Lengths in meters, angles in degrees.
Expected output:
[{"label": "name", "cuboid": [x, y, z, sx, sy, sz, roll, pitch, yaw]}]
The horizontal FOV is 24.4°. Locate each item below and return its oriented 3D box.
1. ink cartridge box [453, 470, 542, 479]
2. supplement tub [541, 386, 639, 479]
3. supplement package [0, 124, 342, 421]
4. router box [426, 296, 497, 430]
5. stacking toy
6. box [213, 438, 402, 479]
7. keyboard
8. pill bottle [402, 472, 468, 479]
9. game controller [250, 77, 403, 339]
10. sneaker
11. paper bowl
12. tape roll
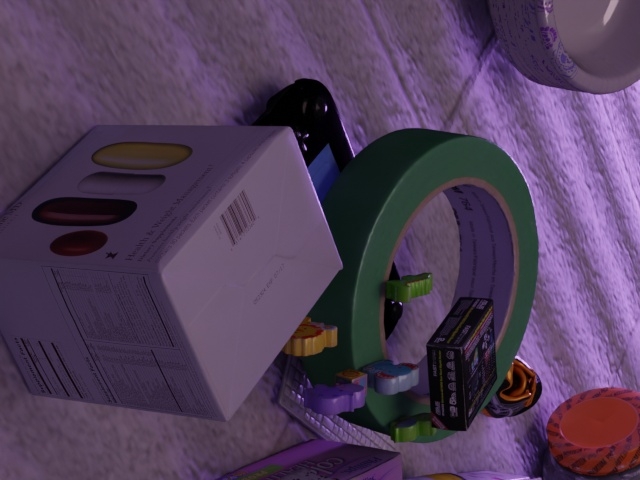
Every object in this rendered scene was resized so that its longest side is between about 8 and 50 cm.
[{"label": "ink cartridge box", "cuboid": [0.203, 0.349, 1.841, 0.198, 0.067, 0.115, 9, 86, -55]}, {"label": "supplement tub", "cuboid": [0.417, 0.371, 2.053, 0.193, 0.194, 0.316, -49, 133, -42]}, {"label": "supplement package", "cuboid": [-0.129, 0.018, 1.179, 0.194, 0.203, 0.149, -52, 133, -41]}, {"label": "router box", "cuboid": [0.142, 0.121, 1.473, 0.122, 0.038, 0.092, -45, 135, -60]}, {"label": "stacking toy", "cuboid": [0.043, 0.136, 1.383, 0.221, 0.052, 0.167, -18, 114, -46]}, {"label": "box", "cuboid": [-0.020, 0.342, 1.457, 0.213, 0.117, 0.243, -13, 105, -55]}, {"label": "keyboard", "cuboid": [0.024, 0.190, 1.601, 0.256, 0.014, 0.072, 45, 57, -49]}, {"label": "pill bottle", "cuboid": [0.104, 0.317, 1.653, 0.184, 0.103, 0.103, 5, 89, -57]}, {"label": "game controller", "cuboid": [0.000, 0.000, 1.490, 0.166, 0.067, 0.319, -60, 138, -43]}, {"label": "sneaker", "cuboid": [0.236, 0.182, 1.859, 0.215, 0.083, 0.084, 18, 77, -57]}, {"label": "paper bowl", "cuboid": [0.314, -0.329, 1.831, 0.284, 0.148, 0.284, -13, 110, -40]}, {"label": "tape roll", "cuboid": [0.108, 0.046, 1.533, 0.321, 0.077, 0.321, -16, 111, -46]}]
